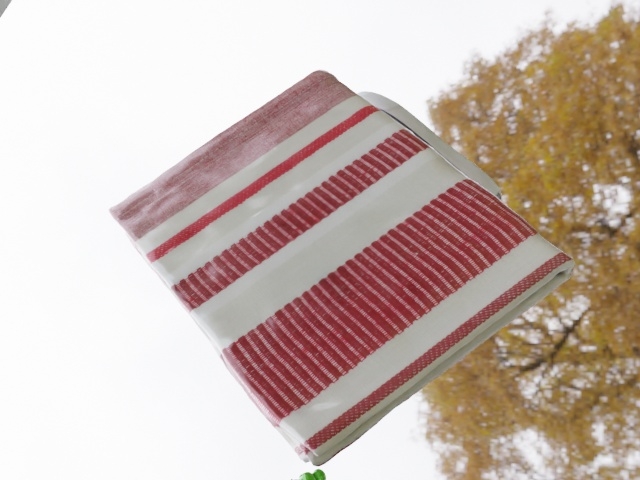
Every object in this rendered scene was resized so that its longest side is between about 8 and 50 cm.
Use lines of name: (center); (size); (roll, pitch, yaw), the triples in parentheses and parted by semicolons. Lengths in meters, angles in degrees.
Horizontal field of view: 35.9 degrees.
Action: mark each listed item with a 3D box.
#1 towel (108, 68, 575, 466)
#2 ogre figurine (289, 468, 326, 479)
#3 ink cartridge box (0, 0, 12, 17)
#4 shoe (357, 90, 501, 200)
towel: (0.000, 0.000, 0.772); (0.237, 0.329, 0.037); (-36, -43, -11)
ogre figurine: (-0.028, 0.232, 0.604); (0.197, 0.118, 0.096); (-16, -58, -49)
ink cartridge box: (-0.215, -0.163, 0.360); (0.231, 0.134, 0.078); (52, -138, -4)
shoe: (0.073, -0.062, 0.902); (0.178, 0.063, 0.081); (40, -106, 22)
